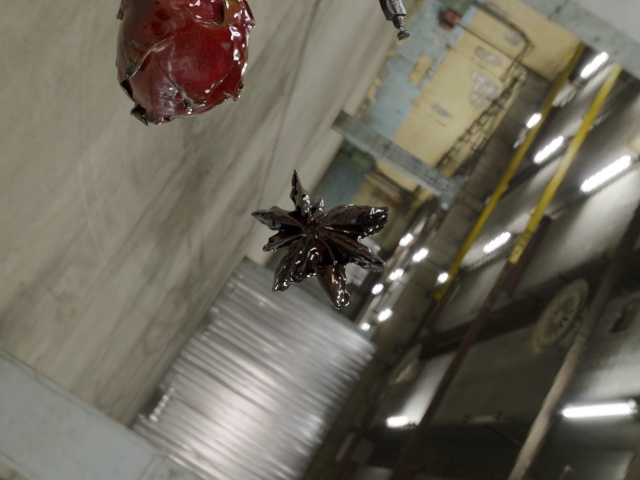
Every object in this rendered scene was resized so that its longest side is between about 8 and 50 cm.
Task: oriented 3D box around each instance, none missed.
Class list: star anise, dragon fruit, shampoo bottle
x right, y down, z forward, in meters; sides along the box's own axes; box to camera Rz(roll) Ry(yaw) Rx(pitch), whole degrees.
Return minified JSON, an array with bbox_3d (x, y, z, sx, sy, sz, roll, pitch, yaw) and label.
[{"bbox_3d":[0.004,-0.003,1.325,0.129,0.283,0.212,47,65,-47],"label":"star anise"},{"bbox_3d":[-0.222,-0.320,1.279,0.315,0.250,0.250,-63,179,17],"label":"dragon fruit"},{"bbox_3d":[0.109,-0.383,1.242,0.048,0.137,0.027,-17,175,-40],"label":"shampoo bottle"}]
